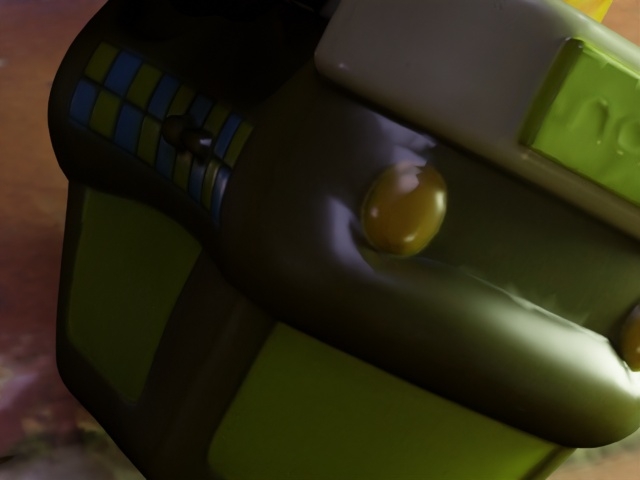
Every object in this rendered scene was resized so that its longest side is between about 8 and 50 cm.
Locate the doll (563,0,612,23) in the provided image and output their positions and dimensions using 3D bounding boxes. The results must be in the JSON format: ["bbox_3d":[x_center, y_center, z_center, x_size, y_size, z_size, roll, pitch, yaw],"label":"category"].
[{"bbox_3d":[0.034,-0.190,0.746,0.162,0.166,0.269,-40,60,-4],"label":"doll"}]

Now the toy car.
[{"bbox_3d":[0.000,0.000,0.565,0.204,0.198,0.248,25,4,-29],"label":"toy car"}]
